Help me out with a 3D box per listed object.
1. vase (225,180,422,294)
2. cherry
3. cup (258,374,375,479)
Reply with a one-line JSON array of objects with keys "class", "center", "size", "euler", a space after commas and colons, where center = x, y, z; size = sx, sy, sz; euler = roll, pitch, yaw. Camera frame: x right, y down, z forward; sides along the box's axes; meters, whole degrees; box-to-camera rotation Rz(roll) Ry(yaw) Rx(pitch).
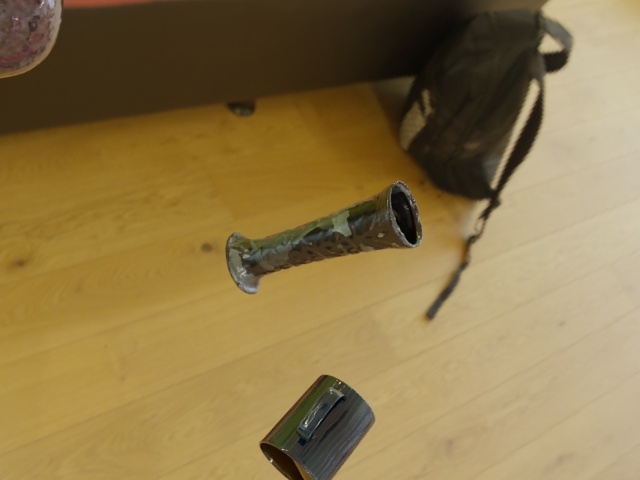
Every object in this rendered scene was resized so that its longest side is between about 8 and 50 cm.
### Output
[{"class": "vase", "center": [0.000, 0.000, 0.863], "size": [0.059, 0.167, 0.059], "euler": [40, 42, -48]}, {"class": "cherry", "center": [-0.278, -0.204, 0.779], "size": [0.176, 0.176, 0.140], "euler": [51, 37, 6]}, {"class": "cup", "center": [0.005, 0.274, 1.447], "size": [0.113, 0.150, 0.138], "euler": [46, 66, -8]}]
